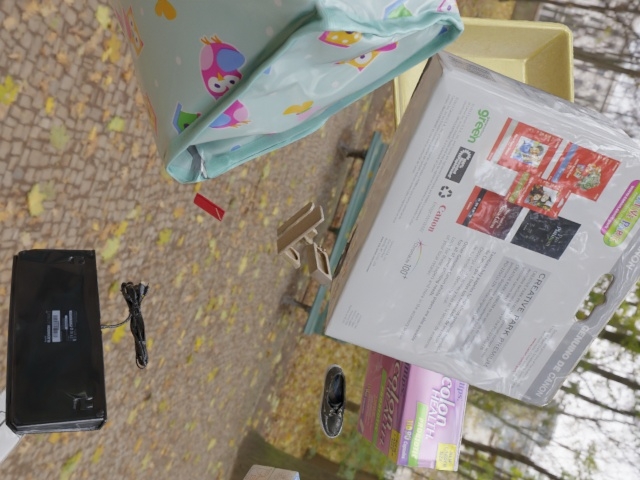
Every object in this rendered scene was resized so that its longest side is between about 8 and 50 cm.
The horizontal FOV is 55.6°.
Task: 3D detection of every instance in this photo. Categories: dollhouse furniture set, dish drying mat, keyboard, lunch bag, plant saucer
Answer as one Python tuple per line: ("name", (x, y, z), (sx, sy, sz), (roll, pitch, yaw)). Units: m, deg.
("dollhouse furniture set", (0.000, 0.000, 1.334), (0.123, 0.151, 0.144), (-39, -153, 17))
("dish drying mat", (-0.262, -0.078, 1.424), (0.008, 0.083, 0.032), (-44, 165, -54))
("keyboard", (-0.346, 0.132, 0.889), (0.033, 0.201, 0.317), (-64, -146, 39))
("lunch bag", (-0.064, -0.179, 0.426), (0.160, 0.223, 0.262), (-20, 177, -39))
("plant saucer", (0.248, -0.172, 0.962), (0.081, 0.332, 0.333), (-175, -98, -69))

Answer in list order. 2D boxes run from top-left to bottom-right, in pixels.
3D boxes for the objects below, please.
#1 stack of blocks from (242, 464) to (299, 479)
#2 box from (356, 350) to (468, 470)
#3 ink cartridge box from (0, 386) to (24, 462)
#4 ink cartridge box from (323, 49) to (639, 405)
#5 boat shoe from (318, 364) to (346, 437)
("stack of blocks", (-0.088, 0.542, 0.976), (0.171, 0.087, 0.297), (-43, 130, -61))
("box", (0.172, 0.295, 1.165), (0.243, 0.117, 0.214), (167, -66, -76))
("ink cartridge box", (-0.596, 0.363, 1.087), (0.148, 0.086, 0.203), (-44, -169, 35))
("ink cartridge box", (0.184, -0.004, 0.659), (0.130, 0.271, 0.309), (-78, -170, -62))
("boat shoe", (0.024, 0.305, 1.135), (0.040, 0.049, 0.142), (-153, -117, -75))
